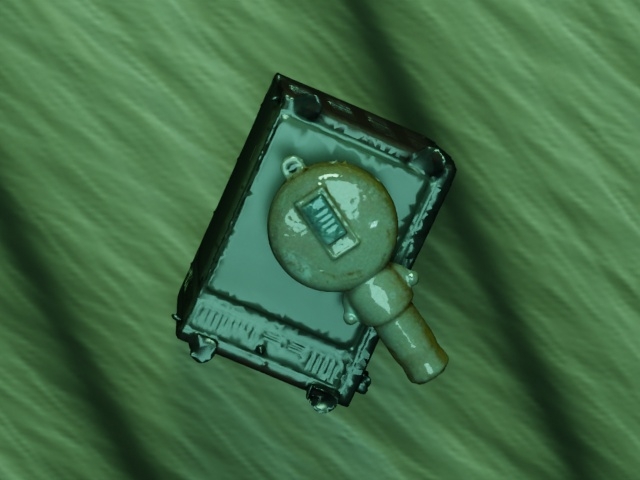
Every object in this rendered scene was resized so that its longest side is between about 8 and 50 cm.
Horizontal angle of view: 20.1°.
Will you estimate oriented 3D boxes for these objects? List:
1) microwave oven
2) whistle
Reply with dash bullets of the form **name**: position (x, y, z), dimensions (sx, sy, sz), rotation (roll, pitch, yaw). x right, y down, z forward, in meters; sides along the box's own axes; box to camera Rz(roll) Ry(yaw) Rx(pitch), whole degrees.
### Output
- **microwave oven**: position (-0.001, -0.001, 1.587), dimensions (0.188, 0.178, 0.247), rotation (25, 99, -5)
- **whistle**: position (0.032, 0.023, 1.474), dimensions (0.107, 0.057, 0.220), rotation (-32, 103, 4)
